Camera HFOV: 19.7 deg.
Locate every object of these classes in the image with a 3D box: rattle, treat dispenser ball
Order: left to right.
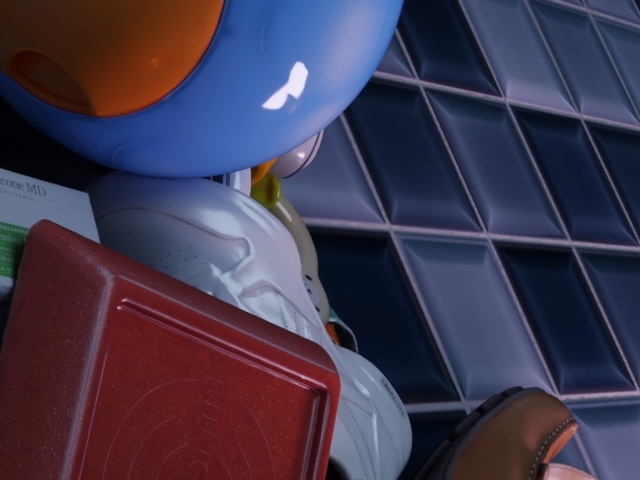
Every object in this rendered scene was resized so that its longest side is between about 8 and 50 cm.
[{"bbox_3d":[-0.088,-0.182,1.148,0.288,0.288,0.288,37,36,-32],"label":"treat dispenser ball"},{"bbox_3d":[0.000,0.000,1.348,0.199,0.143,0.130,51,12,1],"label":"rattle"}]

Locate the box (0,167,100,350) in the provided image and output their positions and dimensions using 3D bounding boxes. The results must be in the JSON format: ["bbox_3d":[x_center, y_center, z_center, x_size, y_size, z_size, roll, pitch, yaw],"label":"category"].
[{"bbox_3d":[-0.193,0.021,1.071,0.101,0.102,0.087,16,47,-47],"label":"box"}]

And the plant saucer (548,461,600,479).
[{"bbox_3d":[0.222,0.325,1.450,0.311,0.050,0.310,38,34,-32],"label":"plant saucer"}]

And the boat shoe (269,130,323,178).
[{"bbox_3d":[-0.015,-0.137,1.504,0.088,0.096,0.267,33,29,-29],"label":"boat shoe"}]

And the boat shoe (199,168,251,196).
[{"bbox_3d":[-0.124,-0.099,1.301,0.076,0.080,0.228,6,48,-42],"label":"boat shoe"}]

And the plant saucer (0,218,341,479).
[{"bbox_3d":[-0.084,0.147,1.055,0.259,0.048,0.258,27,66,-44],"label":"plant saucer"}]

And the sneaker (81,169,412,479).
[{"bbox_3d":[-0.049,0.079,1.213,0.305,0.114,0.152,48,30,-15],"label":"sneaker"}]

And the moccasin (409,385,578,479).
[{"bbox_3d":[0.107,0.227,1.254,0.147,0.139,0.380,34,29,5],"label":"moccasin"}]
